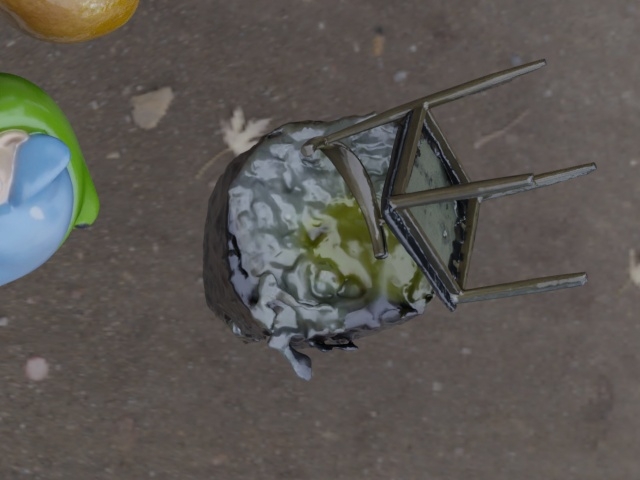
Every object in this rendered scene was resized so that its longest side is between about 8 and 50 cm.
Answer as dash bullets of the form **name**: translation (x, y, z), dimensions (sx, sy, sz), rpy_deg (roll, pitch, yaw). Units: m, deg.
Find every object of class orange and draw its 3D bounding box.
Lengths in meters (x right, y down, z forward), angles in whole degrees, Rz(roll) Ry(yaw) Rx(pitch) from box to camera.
- **orange**: translation (-0.235, -0.229, 1.089), dimensions (0.169, 0.160, 0.112), rpy_deg (15, 91, -4)

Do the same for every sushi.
- **sushi**: translation (0.000, -0.001, 1.550), dimensions (0.299, 0.294, 0.281), rpy_deg (-22, 92, -11)

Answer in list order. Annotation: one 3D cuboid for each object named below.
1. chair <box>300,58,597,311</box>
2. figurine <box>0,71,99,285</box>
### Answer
- **chair**: translation (0.121, -0.040, 1.273), dimensions (0.188, 0.272, 0.166), rpy_deg (52, 39, -40)
- **figurine**: translation (-0.264, -0.067, 0.886), dimensions (0.263, 0.162, 0.143), rpy_deg (53, 18, -51)
